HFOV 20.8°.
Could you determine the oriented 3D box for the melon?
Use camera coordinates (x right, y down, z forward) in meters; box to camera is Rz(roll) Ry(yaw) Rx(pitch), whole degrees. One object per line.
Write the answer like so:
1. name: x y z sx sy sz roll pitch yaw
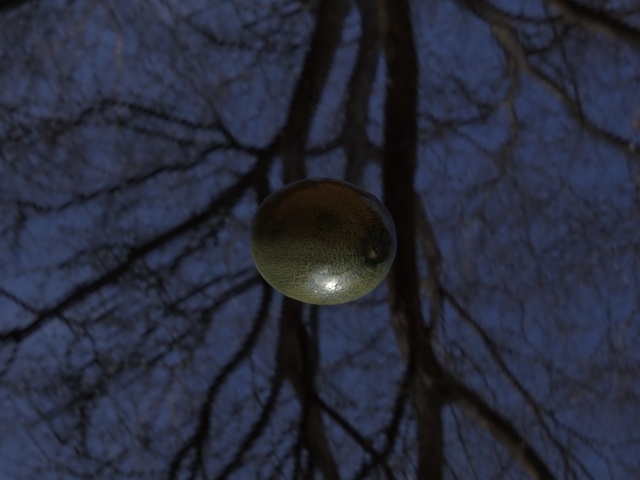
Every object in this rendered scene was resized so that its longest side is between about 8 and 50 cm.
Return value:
1. melon: 0.000 0.000 1.312 0.098 0.098 0.130 -49 -146 -19
